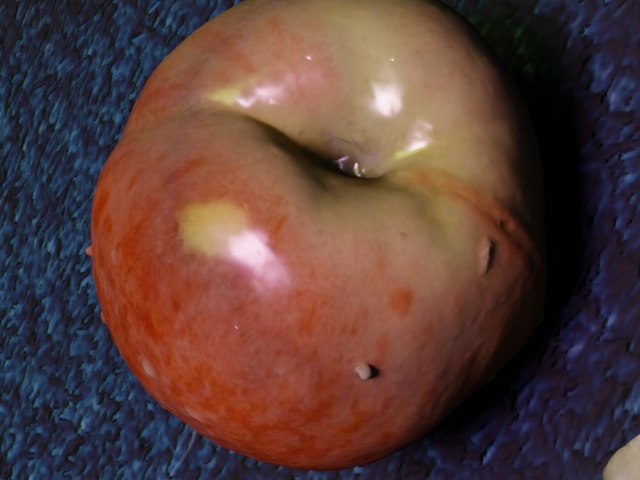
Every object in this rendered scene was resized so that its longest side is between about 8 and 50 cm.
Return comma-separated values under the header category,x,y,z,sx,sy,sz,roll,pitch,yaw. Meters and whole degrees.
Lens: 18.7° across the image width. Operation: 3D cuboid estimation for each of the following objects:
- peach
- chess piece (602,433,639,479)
category,x,y,z,sx,sy,sz,roll,pitch,yaw
peach,0.000,0.000,0.873,0.232,0.232,0.233,-24,59,48
chess piece,0.184,0.175,0.600,0.144,0.144,0.251,-34,59,43
